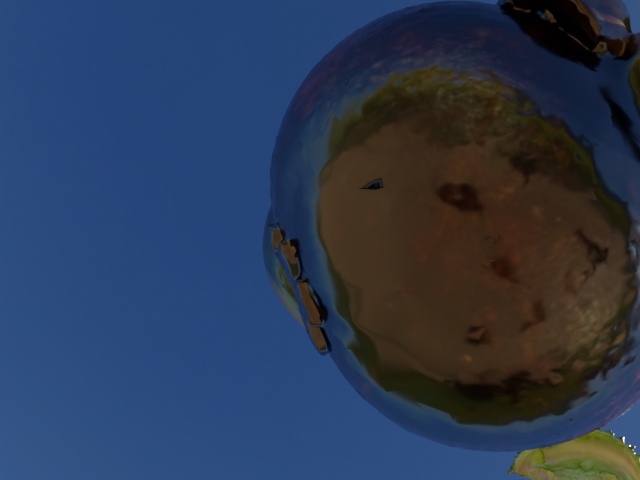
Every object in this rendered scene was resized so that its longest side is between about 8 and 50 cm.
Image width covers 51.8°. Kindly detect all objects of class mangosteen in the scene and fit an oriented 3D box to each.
[{"bbox_3d":[0.121,-0.017,0.470,0.330,0.330,0.330,7,-70,20],"label":"mangosteen"}]

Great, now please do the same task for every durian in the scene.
[{"bbox_3d":[0.361,0.307,0.863,0.215,0.100,0.086,8,-50,24],"label":"durian"}]

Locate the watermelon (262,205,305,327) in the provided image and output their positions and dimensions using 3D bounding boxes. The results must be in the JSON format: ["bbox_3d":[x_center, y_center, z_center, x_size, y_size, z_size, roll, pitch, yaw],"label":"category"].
[{"bbox_3d":[0.000,0.003,0.729,0.127,0.232,0.204,-1,-47,-1],"label":"watermelon"}]
